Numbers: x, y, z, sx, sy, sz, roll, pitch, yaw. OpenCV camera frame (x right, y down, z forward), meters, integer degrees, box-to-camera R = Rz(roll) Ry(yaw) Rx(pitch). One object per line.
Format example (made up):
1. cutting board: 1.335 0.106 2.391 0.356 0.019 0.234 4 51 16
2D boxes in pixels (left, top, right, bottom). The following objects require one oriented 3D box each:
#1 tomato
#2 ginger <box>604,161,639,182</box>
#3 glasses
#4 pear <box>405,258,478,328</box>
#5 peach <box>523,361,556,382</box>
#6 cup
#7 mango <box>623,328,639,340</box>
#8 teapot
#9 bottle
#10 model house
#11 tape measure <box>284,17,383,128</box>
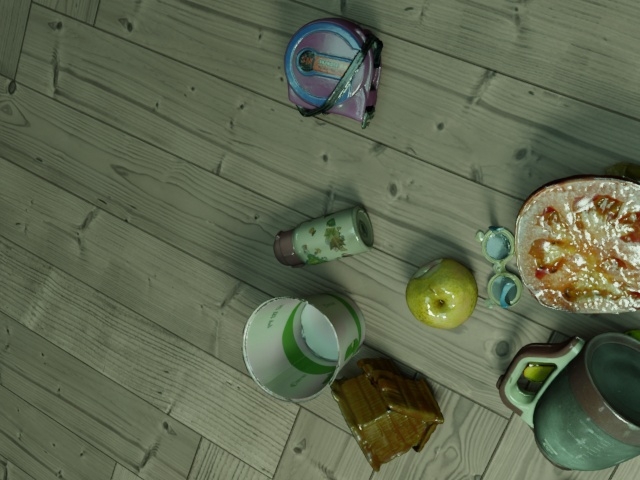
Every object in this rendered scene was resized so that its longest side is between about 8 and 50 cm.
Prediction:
1. tomato: 0.582 -0.009 1.405 0.339 0.144 0.338 13 120 23
2. ginger: 0.696 -0.124 1.396 0.190 0.069 0.095 7 105 21
3. glasses: 0.416 0.051 1.470 0.088 0.220 0.189 -6 81 1
4. pear: 0.282 0.126 1.555 0.178 0.178 0.177 3 98 23
5. peach: 0.513 0.288 1.539 0.077 0.050 0.083 39 126 -15
6. cup: -0.023 0.240 1.643 0.253 0.274 0.253 2 96 23
7. mango: 0.692 0.247 1.456 0.073 0.056 0.108 -13 96 30
8. teapot: 0.547 0.349 1.433 0.315 0.233 0.312 41 135 14
9. bottle: 0.000 0.000 1.686 0.253 0.120 0.120 -16 91 26
10. model house: 0.168 0.414 1.656 0.229 0.199 0.219 -24 129 0
11. tape measure: 0.031 -0.408 1.607 0.232 0.149 0.245 18 111 17
